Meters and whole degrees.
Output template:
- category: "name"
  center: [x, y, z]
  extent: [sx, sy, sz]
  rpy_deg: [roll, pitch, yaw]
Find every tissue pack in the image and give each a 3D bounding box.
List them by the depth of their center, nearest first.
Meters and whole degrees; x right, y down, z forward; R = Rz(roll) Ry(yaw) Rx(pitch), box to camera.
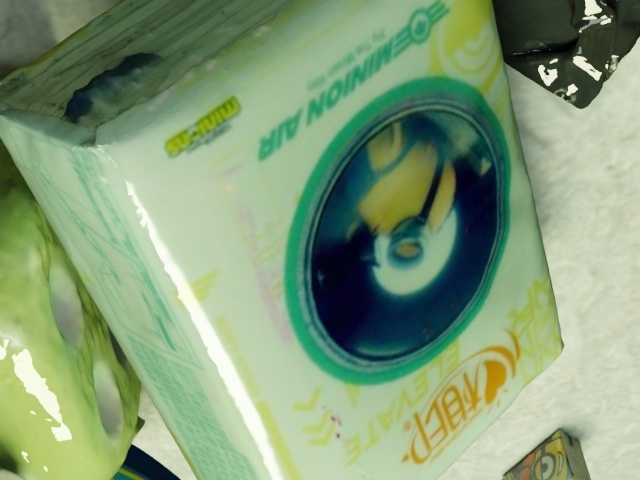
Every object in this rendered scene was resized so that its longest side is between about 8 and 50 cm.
- category: "tissue pack"
  center: [0.000, 0.000, 0.767]
  extent: [0.287, 0.162, 0.388]
  rpy_deg: [-39, 131, -23]
- category: "tissue pack"
  center: [0.210, 0.226, 1.080]
  extent: [0.035, 0.063, 0.083]
  rpy_deg: [26, 124, -25]

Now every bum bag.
- category: "bum bag"
  center: [0.211, -0.192, 0.756]
  extent: [0.123, 0.060, 0.248]
  rpy_deg: [26, 123, -22]

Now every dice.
- category: "dice"
  center: [-0.272, 0.052, 0.808]
  extent: [0.249, 0.252, 0.254]
  rpy_deg: [-10, 130, 5]

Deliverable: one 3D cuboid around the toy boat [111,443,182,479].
- category: "toy boat"
  center: [-0.177, 0.212, 0.945]
  extent: [0.295, 0.088, 0.129]
  rpy_deg: [7, 138, 38]
